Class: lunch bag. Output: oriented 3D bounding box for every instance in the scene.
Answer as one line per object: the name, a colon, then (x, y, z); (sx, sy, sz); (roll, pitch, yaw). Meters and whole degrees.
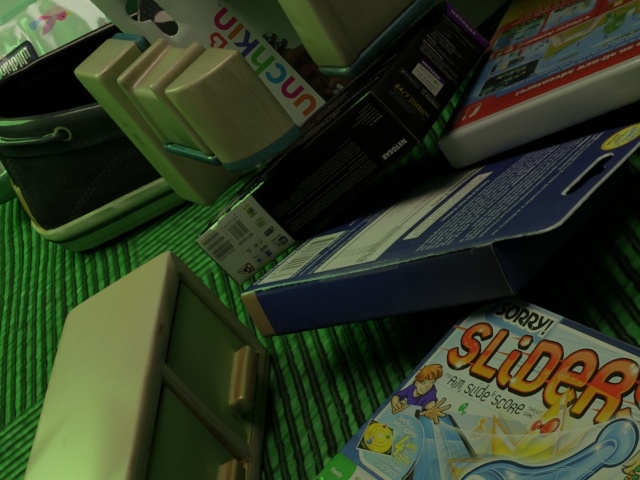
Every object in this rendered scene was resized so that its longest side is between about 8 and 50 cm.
lunch bag: (-0.264, -0.171, 1.440); (0.223, 0.160, 0.262); (-32, 39, 13)

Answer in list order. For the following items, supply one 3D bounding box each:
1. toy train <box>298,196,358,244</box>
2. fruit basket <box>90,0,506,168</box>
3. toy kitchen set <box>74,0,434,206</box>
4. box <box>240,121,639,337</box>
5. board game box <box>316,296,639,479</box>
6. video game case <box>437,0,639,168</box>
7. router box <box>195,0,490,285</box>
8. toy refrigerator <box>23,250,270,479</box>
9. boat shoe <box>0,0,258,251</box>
toy train: (0.000, 0.000, 0.972); (0.017, 0.024, 0.083); (-3, 46, 51)
fruit basket: (-0.019, -0.243, 0.958); (0.353, 0.327, 0.165); (-41, 10, 20)
toy kitchen set: (-0.031, -0.111, 0.956); (0.166, 0.122, 0.207); (-45, 27, -13)
box: (0.076, -0.005, 0.820); (0.225, 0.036, 0.136); (-14, 18, 45)
board game box: (0.095, 0.101, 0.679); (0.136, 0.035, 0.201); (-47, 26, -11)
video game case: (0.197, -0.162, 0.910); (0.204, 0.025, 0.285); (-20, 26, 37)
router box: (0.014, -0.061, 0.929); (0.179, 0.046, 0.133); (-38, 10, 40)
toy refrigerator: (-0.093, 0.131, 0.815); (0.094, 0.102, 0.269); (-31, 28, 20)
boat shoe: (-0.068, -0.159, 1.159); (0.500, 0.156, 0.187); (-27, 28, 25)
